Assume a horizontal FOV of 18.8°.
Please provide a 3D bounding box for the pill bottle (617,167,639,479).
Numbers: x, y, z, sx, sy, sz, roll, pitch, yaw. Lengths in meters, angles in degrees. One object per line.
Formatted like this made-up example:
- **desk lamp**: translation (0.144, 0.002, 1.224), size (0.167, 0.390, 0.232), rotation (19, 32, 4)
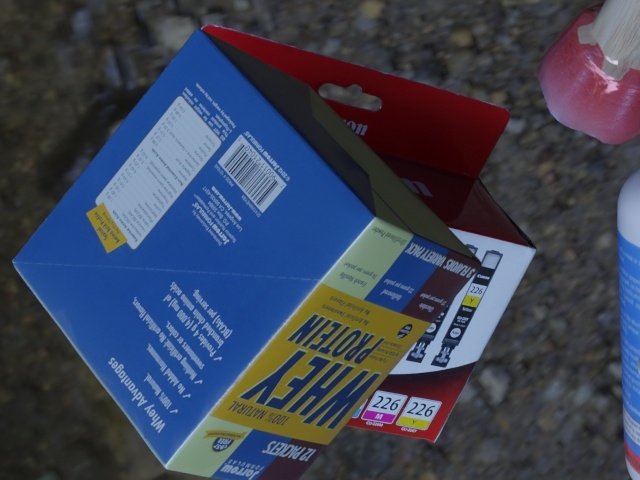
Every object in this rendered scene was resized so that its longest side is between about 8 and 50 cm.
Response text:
- **pill bottle**: translation (0.218, 0.022, 1.015), size (0.124, 0.124, 0.221), rotation (4, 111, 27)

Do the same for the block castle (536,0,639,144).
- **block castle**: translation (0.351, -0.202, 1.328), size (0.213, 0.453, 0.303), rotation (117, 148, -52)

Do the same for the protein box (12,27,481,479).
- **protein box**: translation (-0.050, 0.015, 1.233), size (0.201, 0.136, 0.200), rotation (-50, 57, 12)

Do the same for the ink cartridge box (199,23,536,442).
- **ink cartridge box**: translation (0.000, 0.000, 1.568), size (0.272, 0.309, 0.130), rotation (-65, 31, 22)

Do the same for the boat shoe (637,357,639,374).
- **boat shoe**: translation (0.207, 0.061, 0.915), size (0.049, 0.137, 0.043), rotation (40, 134, 48)
